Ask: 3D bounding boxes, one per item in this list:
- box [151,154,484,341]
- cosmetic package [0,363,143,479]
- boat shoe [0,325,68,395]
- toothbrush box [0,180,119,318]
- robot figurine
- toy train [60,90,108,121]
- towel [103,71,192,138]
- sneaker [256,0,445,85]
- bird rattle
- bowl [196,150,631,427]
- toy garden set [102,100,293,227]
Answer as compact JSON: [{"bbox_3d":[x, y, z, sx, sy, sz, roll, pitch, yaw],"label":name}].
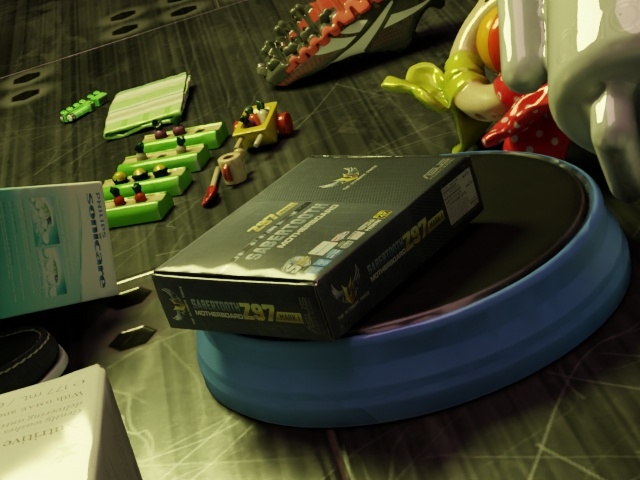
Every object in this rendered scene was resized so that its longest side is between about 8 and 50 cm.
[{"bbox_3d":[0.000,0.000,1.431,0.183,0.059,0.232,2,28,41],"label":"box"},{"bbox_3d":[-0.222,0.250,1.082,0.217,0.156,0.385,-15,21,0],"label":"cosmetic package"},{"bbox_3d":[-0.376,0.140,1.536,0.302,0.091,0.114,-27,24,-23],"label":"boat shoe"},{"bbox_3d":[-0.362,0.020,1.636,0.216,0.126,0.295,-8,2,21],"label":"toothbrush box"},{"bbox_3d":[0.309,-0.211,1.554,0.300,0.200,0.353,-6,58,15],"label":"robot figurine"},{"bbox_3d":[-0.329,-0.186,2.366,0.024,0.017,0.083,14,36,34],"label":"toy train"},{"bbox_3d":[-0.230,-0.177,2.275,0.113,0.023,0.152,-16,24,8],"label":"towel"},{"bbox_3d":[0.048,-0.277,2.204,0.276,0.135,0.097,-38,33,10],"label":"sneaker"},{"bbox_3d":[0.186,-0.180,1.729,0.253,0.143,0.207,6,72,64],"label":"bird rattle"},{"bbox_3d":[0.072,0.028,1.493,0.391,0.077,0.391,-15,22,6],"label":"bowl"},{"bbox_3d":[-0.157,-0.097,1.989,0.204,0.049,0.244,-9,24,20],"label":"toy garden set"}]
